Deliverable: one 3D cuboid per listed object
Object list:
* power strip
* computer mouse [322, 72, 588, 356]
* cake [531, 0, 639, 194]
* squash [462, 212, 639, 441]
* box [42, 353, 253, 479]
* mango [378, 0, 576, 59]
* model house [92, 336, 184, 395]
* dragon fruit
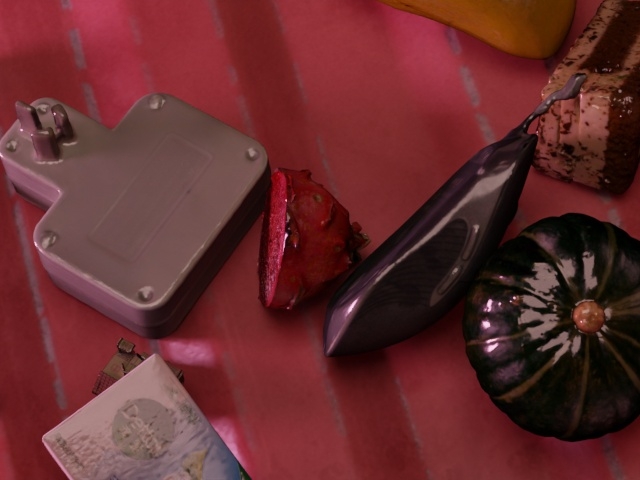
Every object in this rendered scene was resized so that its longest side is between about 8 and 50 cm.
[{"bbox_3d":[-0.212,-0.060,1.967,0.261,0.141,0.229,29,68,17],"label":"power strip"},{"bbox_3d":[0.145,-0.014,1.868,0.090,0.167,0.379,43,93,-6],"label":"computer mouse"},{"bbox_3d":[0.309,-0.184,1.965,0.112,0.135,0.246,18,66,17],"label":"cake"},{"bbox_3d":[0.239,0.082,1.801,0.218,0.172,0.218,-1,85,6],"label":"squash"},{"bbox_3d":[-0.154,0.228,1.807,0.139,0.073,0.194,-37,84,-11],"label":"box"},{"bbox_3d":[0.141,-0.331,2.069,0.331,0.142,0.195,26,73,11],"label":"mango"},{"bbox_3d":[-0.182,0.145,1.897,0.083,0.057,0.058,29,64,18],"label":"model house"},{"bbox_3d":[0.000,0.000,1.915,0.111,0.153,0.153,2,61,-12],"label":"dragon fruit"}]
